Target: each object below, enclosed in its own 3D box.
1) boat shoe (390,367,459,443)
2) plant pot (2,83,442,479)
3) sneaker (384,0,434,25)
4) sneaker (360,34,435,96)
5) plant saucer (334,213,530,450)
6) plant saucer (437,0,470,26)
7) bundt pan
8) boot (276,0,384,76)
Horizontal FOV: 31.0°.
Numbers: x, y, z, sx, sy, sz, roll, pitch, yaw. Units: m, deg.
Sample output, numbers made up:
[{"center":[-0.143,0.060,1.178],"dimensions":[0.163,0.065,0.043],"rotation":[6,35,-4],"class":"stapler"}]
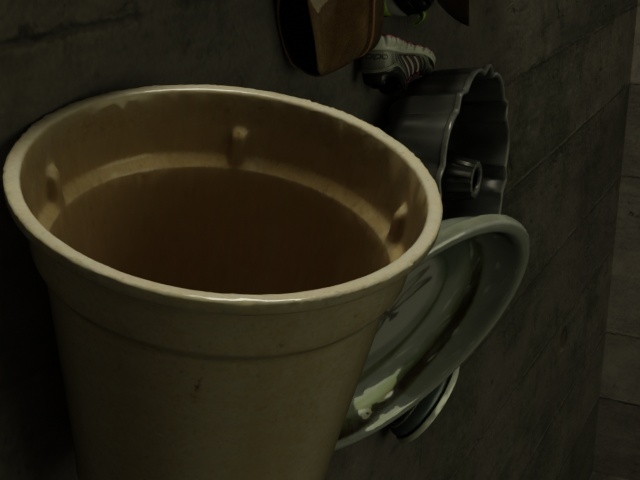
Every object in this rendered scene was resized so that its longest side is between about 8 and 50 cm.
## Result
[{"center":[0.169,0.166,1.840],"dimensions":[0.099,0.116,0.319],"rotation":[34,67,-17],"class":"boat shoe"},{"center":[-0.091,0.079,0.959],"dimensions":[0.334,0.333,0.306],"rotation":[-45,150,-53],"class":"plant pot"},{"center":[0.111,-0.393,1.460],"dimensions":[0.084,0.097,0.235],"rotation":[-43,136,-55],"class":"sneaker"},{"center":[0.100,-0.228,1.540],"dimensions":[0.170,0.063,0.075],"rotation":[0,98,-61],"class":"sneaker"},{"center":[0.088,0.100,1.464],"dimensions":[0.400,0.100,0.400],"rotation":[-33,152,-21],"class":"plant saucer"},{"center":[0.178,-0.446,1.560],"dimensions":[0.310,0.050,0.311],"rotation":[-1,90,-84],"class":"plant saucer"},{"center":[0.168,-0.093,1.666],"dimensions":[0.331,0.124,0.331],"rotation":[9,90,-67],"class":"bundt pan"},{"center":[0.005,-0.320,1.251],"dimensions":[0.115,0.112,0.305],"rotation":[-41,138,-41],"class":"boot"}]
